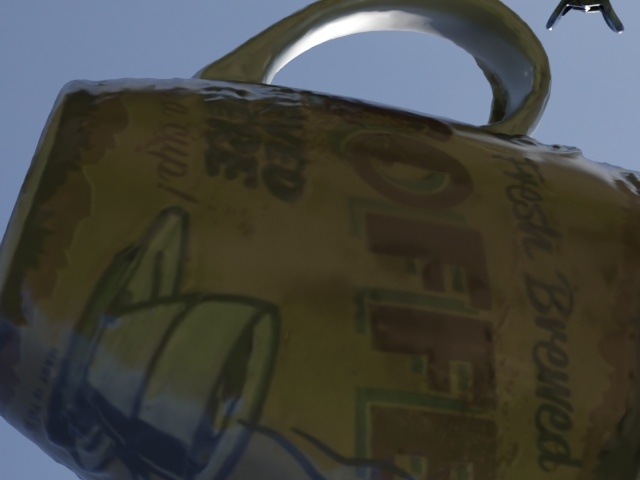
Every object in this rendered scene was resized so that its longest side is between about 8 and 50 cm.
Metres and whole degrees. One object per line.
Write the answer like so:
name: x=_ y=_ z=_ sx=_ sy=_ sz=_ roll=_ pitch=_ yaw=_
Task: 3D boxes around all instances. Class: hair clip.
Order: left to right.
hair clip: x=0.293 y=-0.359 z=1.538 sx=0.083 sy=0.048 sz=0.275 roll=4 pitch=-93 yaw=13

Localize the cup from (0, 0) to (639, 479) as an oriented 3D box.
cup: x=0.000 y=0.000 z=0.629 sx=0.257 sy=0.227 sz=0.301 roll=22 pitch=-115 yaw=-12
